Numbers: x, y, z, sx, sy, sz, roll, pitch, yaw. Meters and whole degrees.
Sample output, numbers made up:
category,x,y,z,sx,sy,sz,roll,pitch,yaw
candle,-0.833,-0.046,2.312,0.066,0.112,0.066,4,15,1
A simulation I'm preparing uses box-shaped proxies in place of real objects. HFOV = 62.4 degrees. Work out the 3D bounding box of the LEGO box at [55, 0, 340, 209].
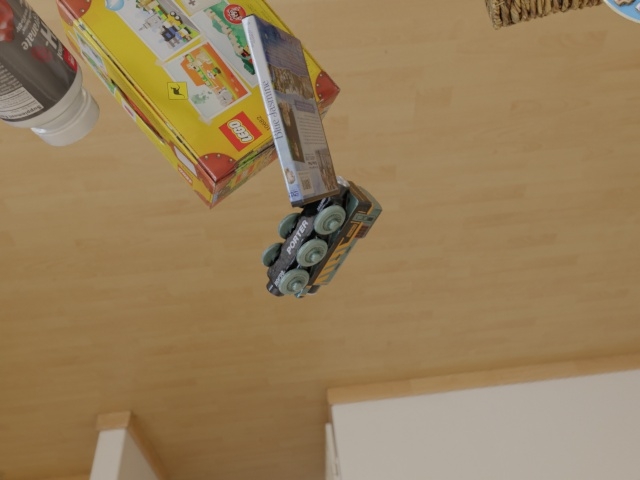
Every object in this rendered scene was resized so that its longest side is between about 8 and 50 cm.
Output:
category,x,y,z,sx,sy,sz,roll,pitch,yaw
LEGO box,-0.264,-0.389,1.201,0.372,0.500,0.193,-40,180,-19

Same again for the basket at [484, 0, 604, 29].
category,x,y,z,sx,sy,sz,roll,pitch,yaw
basket,0.374,-0.545,0.868,0.222,0.214,0.299,-9,138,16

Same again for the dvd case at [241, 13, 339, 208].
category,x,y,z,sx,sy,sz,roll,pitch,yaw
dvd case,-0.035,-0.180,0.765,0.022,0.180,0.253,-13,95,19

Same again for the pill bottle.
category,x,y,z,sx,sy,sz,roll,pitch,yaw
pill bottle,-0.541,-0.313,0.931,0.176,0.176,0.318,-16,149,7

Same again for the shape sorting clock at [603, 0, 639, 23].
category,x,y,z,sx,sy,sz,roll,pitch,yaw
shape sorting clock,0.400,-0.338,0.568,0.040,0.206,0.206,-20,153,-51

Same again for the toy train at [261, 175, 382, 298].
category,x,y,z,sx,sy,sz,roll,pitch,yaw
toy train,0.000,0.000,1.228,0.190,0.142,0.334,7,124,-42
